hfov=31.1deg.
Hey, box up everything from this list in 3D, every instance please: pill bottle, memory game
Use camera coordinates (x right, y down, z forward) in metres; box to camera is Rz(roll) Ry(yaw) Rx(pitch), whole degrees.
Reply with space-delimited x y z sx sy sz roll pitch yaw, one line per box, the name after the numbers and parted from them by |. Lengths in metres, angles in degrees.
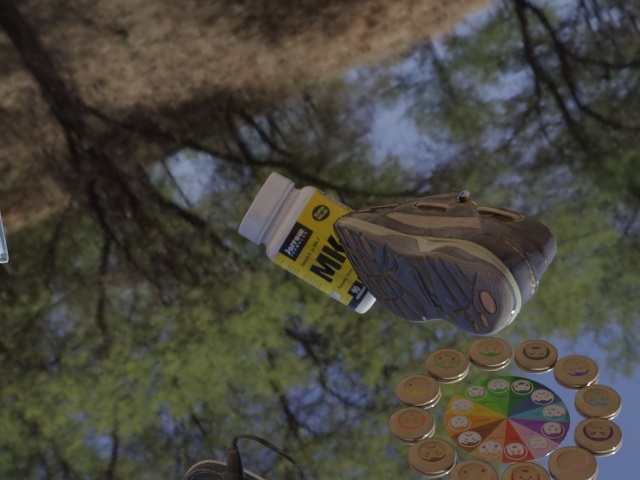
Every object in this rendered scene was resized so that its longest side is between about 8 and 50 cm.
0.000 0.000 1.579 0.119 0.208 0.119 -60 -179 1 | pill bottle
0.146 0.136 0.909 0.186 0.012 0.186 -4 -145 3 | memory game

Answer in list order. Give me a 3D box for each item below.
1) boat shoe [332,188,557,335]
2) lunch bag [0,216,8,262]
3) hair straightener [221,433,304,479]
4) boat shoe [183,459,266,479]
0.139 0.015 1.303 0.130 0.132 0.355 -34 -156 -19 | boat shoe
-0.237 -0.019 0.711 0.071 0.083 0.053 -14 178 26 | lunch bag
-0.036 0.276 0.999 0.089 0.230 0.047 2 148 -31 | hair straightener
-0.062 0.347 1.297 0.095 0.254 0.079 -47 169 7 | boat shoe
